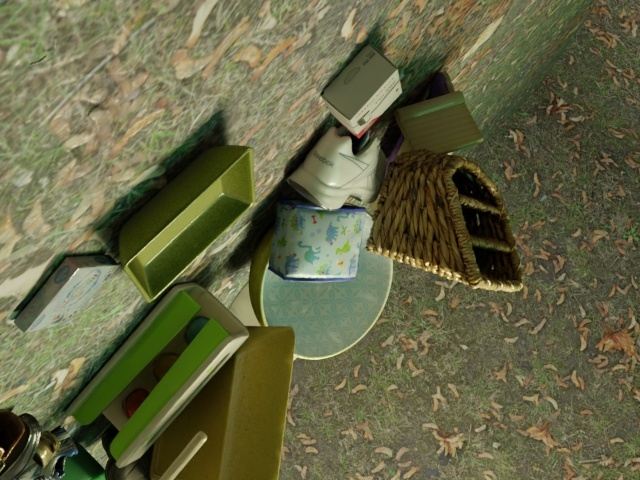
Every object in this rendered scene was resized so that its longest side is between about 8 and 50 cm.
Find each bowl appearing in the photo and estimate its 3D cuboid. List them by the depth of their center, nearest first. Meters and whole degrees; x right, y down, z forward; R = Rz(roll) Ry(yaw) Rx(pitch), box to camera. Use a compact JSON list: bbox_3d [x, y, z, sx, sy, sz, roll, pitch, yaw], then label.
[{"bbox_3d":[-0.026,0.058,1.475,0.289,0.289,0.156,-45,-146,-18],"label":"bowl"}]

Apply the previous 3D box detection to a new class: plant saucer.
[{"bbox_3d":[-0.157,-0.026,0.923,0.188,0.045,0.188,-45,171,-14],"label":"plant saucer"},{"bbox_3d":[-0.187,0.303,1.356,0.333,0.081,0.332,-7,-107,51],"label":"plant saucer"}]

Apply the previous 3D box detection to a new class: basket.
[{"bbox_3d":[0.257,-0.039,1.435,0.299,0.223,0.213,11,96,-59],"label":"basket"}]

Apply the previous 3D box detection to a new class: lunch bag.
[{"bbox_3d":[0.000,0.000,1.320,0.096,0.151,0.128,-150,-113,-63],"label":"lunch bag"}]

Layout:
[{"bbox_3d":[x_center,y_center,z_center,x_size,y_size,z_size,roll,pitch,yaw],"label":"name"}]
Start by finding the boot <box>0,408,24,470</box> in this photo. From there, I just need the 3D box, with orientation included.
[{"bbox_3d":[-0.420,0.281,0.796,0.220,0.109,0.283,-47,174,4],"label":"boot"}]

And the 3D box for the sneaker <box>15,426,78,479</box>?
[{"bbox_3d":[-0.438,0.362,1.261,0.135,0.058,0.052,-47,172,3],"label":"sneaker"}]

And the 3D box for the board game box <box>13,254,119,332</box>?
[{"bbox_3d":[-0.264,0.054,0.839,0.090,0.020,0.090,-48,172,8],"label":"board game box"}]

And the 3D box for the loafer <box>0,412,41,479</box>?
[{"bbox_3d":[-0.420,0.288,1.008,0.170,0.062,0.061,-50,167,6],"label":"loafer"}]

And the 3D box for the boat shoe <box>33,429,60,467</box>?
[{"bbox_3d":[-0.410,0.303,1.181,0.045,0.050,0.135,-47,-178,-25],"label":"boat shoe"}]

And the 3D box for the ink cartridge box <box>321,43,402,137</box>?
[{"bbox_3d":[0.061,-0.208,1.133,0.099,0.056,0.135,-47,172,4],"label":"ink cartridge box"}]

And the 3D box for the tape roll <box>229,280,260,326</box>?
[{"bbox_3d":[-0.055,0.131,1.728,0.246,0.169,0.246,-45,171,-9],"label":"tape roll"}]

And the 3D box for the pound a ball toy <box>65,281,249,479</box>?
[{"bbox_3d":[-0.235,0.250,1.250,0.319,0.208,0.136,-49,171,8],"label":"pound a ball toy"}]

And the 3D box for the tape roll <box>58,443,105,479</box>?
[{"bbox_3d":[-0.526,0.505,1.420,0.321,0.077,0.321,-46,172,-8],"label":"tape roll"}]

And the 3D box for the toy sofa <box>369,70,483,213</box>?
[{"bbox_3d":[0.193,-0.185,1.697,0.150,0.177,0.362,-19,163,-15],"label":"toy sofa"}]

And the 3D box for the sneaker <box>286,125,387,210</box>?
[{"bbox_3d":[0.059,-0.133,1.320,0.129,0.111,0.297,-58,170,21],"label":"sneaker"}]

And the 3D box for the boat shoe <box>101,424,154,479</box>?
[{"bbox_3d":[-0.351,0.408,1.552,0.130,0.132,0.355,-12,-177,7],"label":"boat shoe"}]
